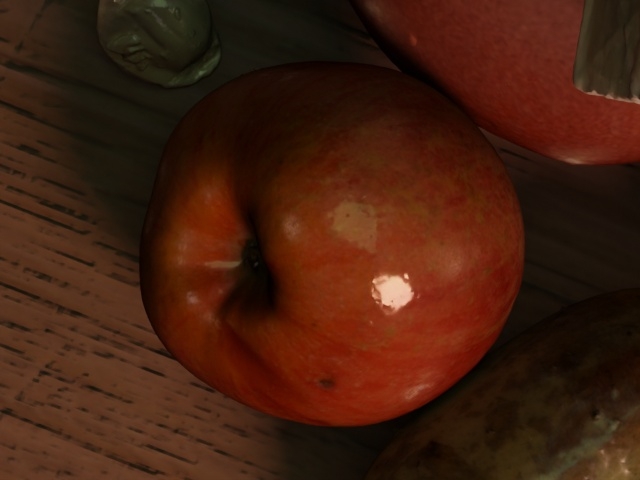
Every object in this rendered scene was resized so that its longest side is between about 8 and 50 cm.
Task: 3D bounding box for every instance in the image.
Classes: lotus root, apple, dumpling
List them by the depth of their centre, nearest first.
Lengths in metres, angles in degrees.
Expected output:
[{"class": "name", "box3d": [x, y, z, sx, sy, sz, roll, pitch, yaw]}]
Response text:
[{"class": "apple", "box3d": [0.000, 0.000, 0.935, 0.164, 0.209, 0.209, -18, 84, -46]}, {"class": "lotus root", "box3d": [0.149, 0.132, 0.956, 0.309, 0.173, 0.173, -37, 87, -6]}, {"class": "dumpling", "box3d": [-0.094, -0.123, 1.015, 0.052, 0.076, 0.057, 28, 78, 24]}]

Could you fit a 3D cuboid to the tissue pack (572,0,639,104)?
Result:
[{"class": "tissue pack", "box3d": [0.282, -0.132, 0.787, 0.325, 0.071, 0.170, 2, 102, -21]}]

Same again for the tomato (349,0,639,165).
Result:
[{"class": "tomato", "box3d": [0.164, -0.216, 0.925, 0.341, 0.273, 0.341, -1, 96, -8]}]
